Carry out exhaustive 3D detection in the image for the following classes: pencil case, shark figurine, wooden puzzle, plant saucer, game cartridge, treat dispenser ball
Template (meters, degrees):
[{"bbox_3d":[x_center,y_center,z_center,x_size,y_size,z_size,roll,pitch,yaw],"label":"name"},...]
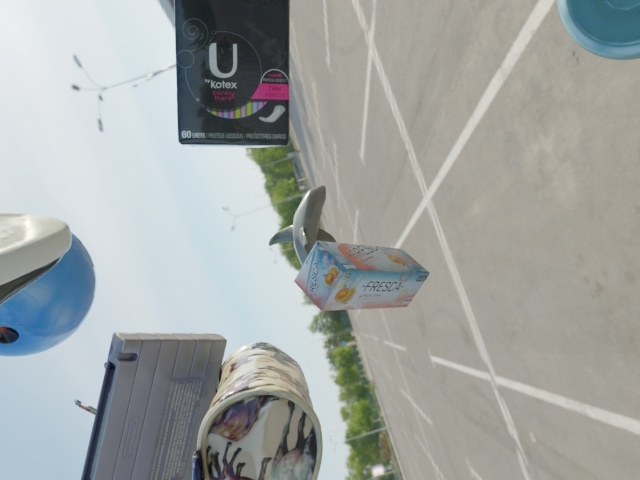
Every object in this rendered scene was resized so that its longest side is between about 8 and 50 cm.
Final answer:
[{"bbox_3d":[-0.096,0.269,0.867,0.410,0.160,0.183,164,130,-83],"label":"pencil case"},{"bbox_3d":[-0.005,0.028,1.177,0.278,0.166,0.116,63,174,10],"label":"shark figurine"},{"bbox_3d":[-0.554,0.414,1.368,0.116,0.079,0.014,42,-122,-29],"label":"wooden puzzle"},{"bbox_3d":[0.661,-0.547,1.203,0.318,0.044,0.317,20,123,34],"label":"plant saucer"},{"bbox_3d":[-0.305,0.342,1.034,0.230,0.068,0.354,11,-87,-51],"label":"game cartridge"},{"bbox_3d":[-0.606,0.089,1.141,0.288,0.288,0.288,162,90,-89],"label":"treat dispenser ball"}]

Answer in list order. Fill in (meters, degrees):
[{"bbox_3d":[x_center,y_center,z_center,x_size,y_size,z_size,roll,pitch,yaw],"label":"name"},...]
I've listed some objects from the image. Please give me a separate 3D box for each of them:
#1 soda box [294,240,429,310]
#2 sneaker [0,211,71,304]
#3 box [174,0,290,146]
[{"bbox_3d":[0.056,0.045,0.706,0.183,0.063,0.058,5,-148,-49],"label":"soda box"},{"bbox_3d":[-0.274,0.090,0.325,0.105,0.296,0.146,19,127,36],"label":"sneaker"},{"bbox_3d":[-0.131,-0.278,0.857,0.143,0.165,0.270,-131,40,-79],"label":"box"}]
